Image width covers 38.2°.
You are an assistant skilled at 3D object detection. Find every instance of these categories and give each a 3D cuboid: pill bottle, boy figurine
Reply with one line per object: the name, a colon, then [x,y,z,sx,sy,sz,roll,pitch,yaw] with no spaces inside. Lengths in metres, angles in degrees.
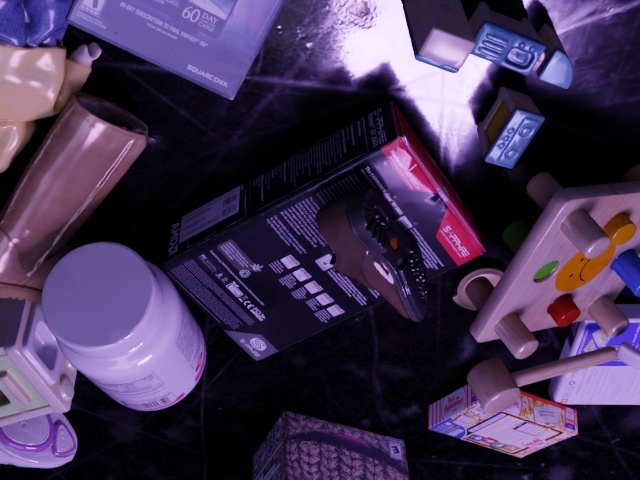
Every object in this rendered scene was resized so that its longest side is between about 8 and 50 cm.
pill bottle: [-0.249,0.115,1.200,0.160,0.160,0.283,-6,157,1]
boy figurine: [-0.335,-0.197,1.031,0.177,0.092,0.285,-9,142,-34]

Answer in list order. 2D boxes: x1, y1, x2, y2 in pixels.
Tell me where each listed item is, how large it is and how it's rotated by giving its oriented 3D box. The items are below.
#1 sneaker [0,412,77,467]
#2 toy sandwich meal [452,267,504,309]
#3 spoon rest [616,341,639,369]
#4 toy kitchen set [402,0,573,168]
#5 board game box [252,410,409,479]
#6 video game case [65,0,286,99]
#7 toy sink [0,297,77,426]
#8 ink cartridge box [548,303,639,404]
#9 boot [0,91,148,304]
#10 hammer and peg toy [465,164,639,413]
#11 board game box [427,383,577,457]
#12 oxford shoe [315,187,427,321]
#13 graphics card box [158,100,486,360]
sneaker: [-0.536,0.291,1.454,0.305,0.114,0.152,20,141,-15]
toy sandwich meal: [0.235,0.068,1.348,0.085,0.029,0.086,-3,127,-4]
spoon rest: [0.529,0.081,1.275,0.276,0.084,0.137,-44,155,-8]
toy kitchen set: [0.174,-0.174,1.067,0.207,0.122,0.166,16,128,-17]
board game box: [0.021,0.455,1.497,0.232,0.291,0.141,17,128,-18]
video game case: [-0.115,-0.304,0.950,0.196,0.026,0.274,23,111,-22]
toy sink: [-0.431,0.165,1.316,0.234,0.131,0.153,-16,131,9]
ink cartridge box: [0.484,0.183,1.453,0.208,0.045,0.206,2,132,-4]
boot: [-0.298,-0.041,1.159,0.269,0.089,0.236,-50,162,12]
hammer and peg toy: [0.327,0.062,1.241,0.266,0.127,0.361,-7,137,-32]
board game box: [0.296,0.293,1.512,0.193,0.045,0.147,22,144,-21]
oxford shoe: [0.067,0.023,1.152,0.096,0.083,0.227,-11,133,30]
graphics card box: [0.000,0.000,1.228,0.371,0.094,0.233,-28,128,18]
